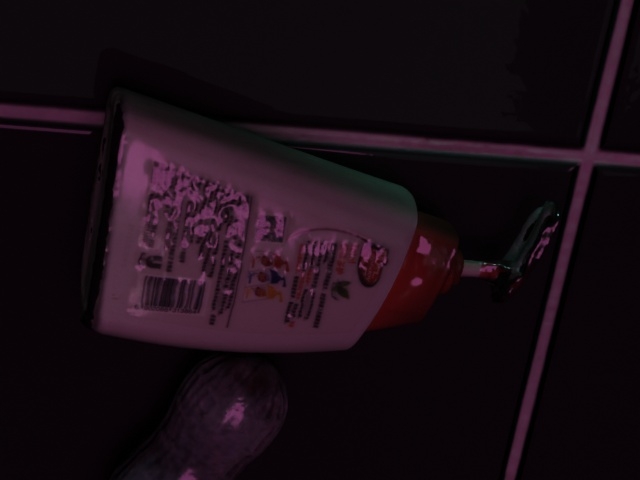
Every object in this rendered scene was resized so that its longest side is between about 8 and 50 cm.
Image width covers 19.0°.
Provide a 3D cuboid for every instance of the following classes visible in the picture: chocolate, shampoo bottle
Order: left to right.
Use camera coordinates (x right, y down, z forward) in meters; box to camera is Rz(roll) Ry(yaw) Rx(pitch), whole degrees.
[{"bbox_3d":[-0.082,0.139,1.220,0.072,0.072,0.167,31,108,-24],"label":"chocolate"},{"bbox_3d":[0.000,0.000,1.163,0.284,0.071,0.153,6,114,-17],"label":"shampoo bottle"}]
